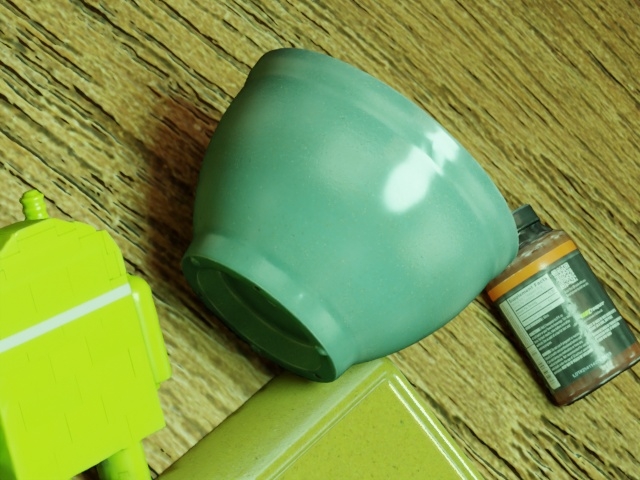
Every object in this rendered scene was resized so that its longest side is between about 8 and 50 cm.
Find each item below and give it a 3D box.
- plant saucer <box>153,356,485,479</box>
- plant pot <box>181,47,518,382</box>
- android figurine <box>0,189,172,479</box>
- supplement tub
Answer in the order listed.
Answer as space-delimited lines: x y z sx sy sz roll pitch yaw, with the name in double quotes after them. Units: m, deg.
0.050 0.262 1.714 0.333 0.081 0.333 51 42 0 "plant saucer"
0.000 0.000 1.730 0.293 0.293 0.196 43 70 -10 "plant pot"
-0.214 0.098 1.548 0.248 0.056 0.273 -28 106 -47 "android figurine"
0.237 0.062 1.990 0.106 0.106 0.198 -24 80 -47 "supplement tub"
